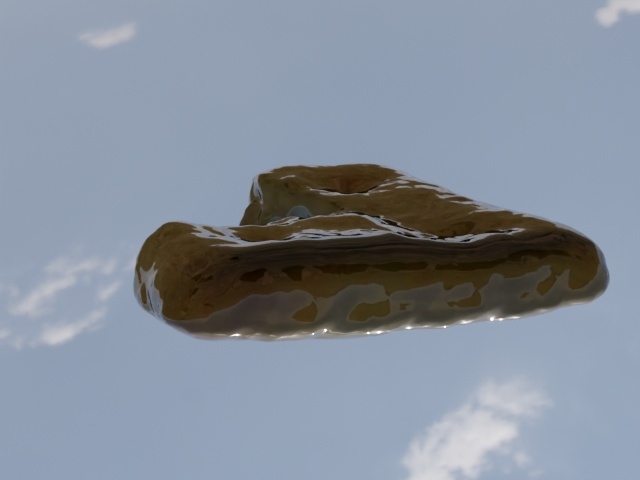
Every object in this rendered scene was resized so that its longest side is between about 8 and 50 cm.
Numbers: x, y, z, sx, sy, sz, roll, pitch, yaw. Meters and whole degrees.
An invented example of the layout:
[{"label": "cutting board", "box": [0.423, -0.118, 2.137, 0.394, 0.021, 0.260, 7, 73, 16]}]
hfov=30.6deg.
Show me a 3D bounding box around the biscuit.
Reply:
[{"label": "biscuit", "box": [0.000, 0.000, 0.471, 0.174, 0.039, 0.183, -4, -166, -22]}]
